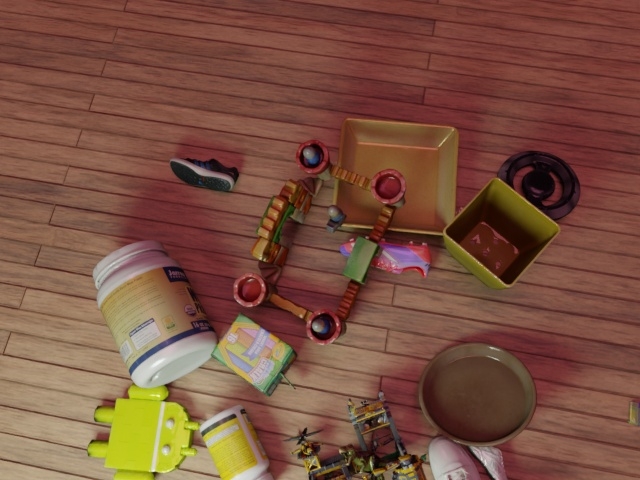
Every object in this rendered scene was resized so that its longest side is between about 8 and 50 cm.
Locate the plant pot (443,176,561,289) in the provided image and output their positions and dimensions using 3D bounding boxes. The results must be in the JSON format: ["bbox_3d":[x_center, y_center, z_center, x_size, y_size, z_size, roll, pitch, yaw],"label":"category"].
[{"bbox_3d":[0.448,0.006,1.582,0.212,0.187,0.212,42,76,15],"label":"plant pot"}]

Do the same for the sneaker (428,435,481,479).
[{"bbox_3d":[0.340,0.587,1.394,0.108,0.169,0.293,-22,70,-4],"label":"sneaker"}]

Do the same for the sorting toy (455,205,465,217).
[{"bbox_3d":[0.381,-0.068,1.702,0.062,0.012,0.083,-34,76,-4],"label":"sorting toy"}]

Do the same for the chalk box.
[{"bbox_3d":[-0.144,0.300,1.530,0.213,0.132,0.132,32,75,11],"label":"chalk box"}]

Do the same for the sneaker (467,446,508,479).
[{"bbox_3d":[0.420,0.536,1.469,0.061,0.054,0.152,-32,72,-12],"label":"sneaker"}]

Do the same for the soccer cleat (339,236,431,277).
[{"bbox_3d":[0.174,0.047,1.637,0.247,0.083,0.095,4,75,0],"label":"soccer cleat"}]

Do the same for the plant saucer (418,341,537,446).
[{"bbox_3d":[0.380,0.374,1.484,0.277,0.041,0.278,-8,46,9],"label":"plant saucer"}]

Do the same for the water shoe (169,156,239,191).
[{"bbox_3d":[-0.333,-0.199,1.755,0.203,0.073,0.080,21,46,9],"label":"water shoe"}]

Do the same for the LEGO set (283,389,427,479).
[{"bbox_3d":[0.069,0.481,1.392,0.331,0.255,0.192,-19,98,7],"label":"LEGO set"}]

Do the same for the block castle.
[{"bbox_3d":[0.000,0.000,1.524,0.303,0.213,0.453,25,88,16],"label":"block castle"}]

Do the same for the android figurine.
[{"bbox_3d":[-0.435,0.484,1.517,0.272,0.056,0.248,5,71,5],"label":"android figurine"}]

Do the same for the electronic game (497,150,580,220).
[{"bbox_3d":[0.609,-0.155,1.705,0.229,0.048,0.229,0,63,1],"label":"electronic game"}]

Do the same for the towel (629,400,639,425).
[{"bbox_3d":[0.810,0.435,1.514,0.083,0.009,0.060,10,72,6],"label":"towel"}]

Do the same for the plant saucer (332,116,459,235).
[{"bbox_3d":[0.210,-0.170,1.709,0.332,0.081,0.333,5,71,5],"label":"plant saucer"}]

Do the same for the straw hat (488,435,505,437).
[{"bbox_3d":[0.442,0.456,1.489,0.144,0.144,0.061,-20,114,-5],"label":"straw hat"}]

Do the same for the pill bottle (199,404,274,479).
[{"bbox_3d":[-0.196,0.515,1.463,0.119,0.119,0.209,-27,72,-7],"label":"pill bottle"}]

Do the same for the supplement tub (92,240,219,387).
[{"bbox_3d":[-0.418,0.181,1.529,0.228,0.228,0.316,-29,73,-8],"label":"supplement tub"}]
